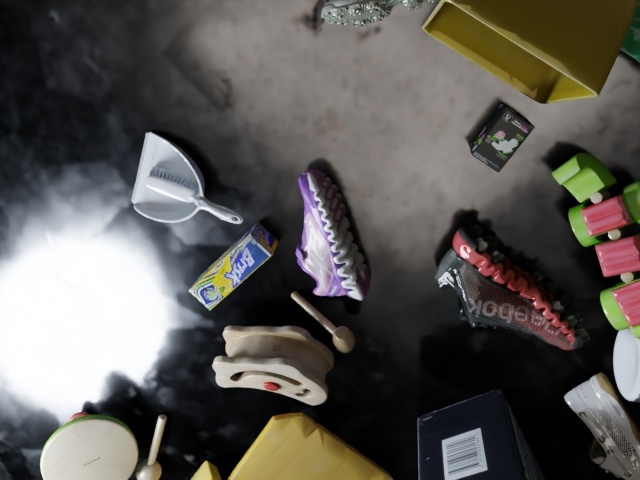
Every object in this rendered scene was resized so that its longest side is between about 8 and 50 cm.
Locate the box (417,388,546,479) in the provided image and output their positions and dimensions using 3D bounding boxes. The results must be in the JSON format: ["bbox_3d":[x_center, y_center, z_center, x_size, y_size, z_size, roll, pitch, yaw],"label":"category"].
[{"bbox_3d":[0.303,0.478,0.988,0.182,0.296,0.294,-26,105,17],"label":"box"}]

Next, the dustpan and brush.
[{"bbox_3d":[-0.223,-0.079,0.983,0.211,0.060,0.147,21,113,1],"label":"dustpan and brush"}]

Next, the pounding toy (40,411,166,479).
[{"bbox_3d":[-0.454,0.428,1.219,0.237,0.110,0.183,3,103,-23],"label":"pounding toy"}]

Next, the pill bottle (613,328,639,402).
[{"bbox_3d":[0.612,0.200,0.917,0.245,0.130,0.130,3,112,8],"label":"pill bottle"}]

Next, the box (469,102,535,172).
[{"bbox_3d":[0.270,-0.155,0.869,0.052,0.062,0.083,34,114,-3],"label":"box"}]

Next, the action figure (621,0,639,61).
[{"bbox_3d":[0.493,-0.339,0.757,0.137,0.063,0.232,34,117,-2],"label":"action figure"}]

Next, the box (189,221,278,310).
[{"bbox_3d":[-0.152,0.046,1.022,0.054,0.059,0.169,44,112,-11],"label":"box"}]

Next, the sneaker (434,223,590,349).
[{"bbox_3d":[0.302,0.100,0.947,0.276,0.097,0.135,37,112,-4],"label":"sneaker"}]

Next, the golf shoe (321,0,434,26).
[{"bbox_3d":[0.082,-0.364,0.828,0.176,0.069,0.086,-13,89,11],"label":"golf shoe"}]

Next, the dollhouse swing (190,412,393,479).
[{"bbox_3d":[-0.067,0.525,1.183,0.347,0.315,0.305,36,74,-6],"label":"dollhouse swing"}]

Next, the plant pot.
[{"bbox_3d":[0.279,-0.314,0.737,0.212,0.212,0.187,31,101,-3],"label":"plant pot"}]

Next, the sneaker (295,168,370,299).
[{"bbox_3d":[0.000,0.000,0.965,0.104,0.095,0.236,-12,110,22],"label":"sneaker"}]

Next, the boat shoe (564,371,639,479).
[{"bbox_3d":[0.521,0.363,1.019,0.096,0.098,0.277,-31,94,20],"label":"boat shoe"}]

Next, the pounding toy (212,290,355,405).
[{"bbox_3d":[-0.054,0.198,1.062,0.269,0.155,0.154,-2,140,20],"label":"pounding toy"}]

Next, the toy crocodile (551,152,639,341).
[{"bbox_3d":[0.447,0.029,0.846,0.115,0.105,0.340,-26,81,39],"label":"toy crocodile"}]
